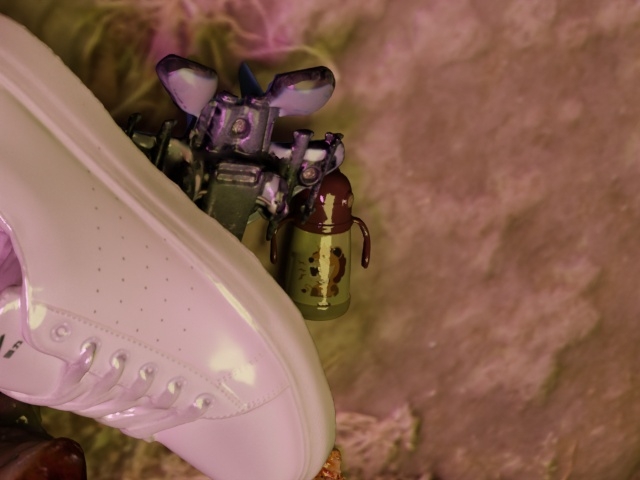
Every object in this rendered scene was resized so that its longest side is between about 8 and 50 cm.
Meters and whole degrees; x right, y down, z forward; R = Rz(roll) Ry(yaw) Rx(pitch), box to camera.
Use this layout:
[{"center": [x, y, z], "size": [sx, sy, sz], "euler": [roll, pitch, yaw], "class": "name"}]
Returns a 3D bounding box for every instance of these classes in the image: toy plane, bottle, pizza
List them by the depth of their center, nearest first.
[{"center": [-0.074, -0.004, 1.208], "size": [0.169, 0.078, 0.246], "euler": [3, 114, -26], "class": "toy plane"}, {"center": [-0.001, 0.000, 1.265], "size": [0.063, 0.047, 0.101], "euler": [-10, 118, -31], "class": "bottle"}, {"center": [-0.009, 0.154, 1.359], "size": [0.083, 0.016, 0.037], "euler": [39, 88, -33], "class": "pizza"}]

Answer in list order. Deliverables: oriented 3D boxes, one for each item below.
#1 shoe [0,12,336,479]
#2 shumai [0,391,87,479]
[{"center": [-0.135, 0.048, 1.107], "size": [0.363, 0.132, 0.160], "euler": [51, 47, -20], "class": "shoe"}, {"center": [-0.270, 0.169, 1.132], "size": [0.272, 0.203, 0.222], "euler": [-24, 123, -9], "class": "shumai"}]
